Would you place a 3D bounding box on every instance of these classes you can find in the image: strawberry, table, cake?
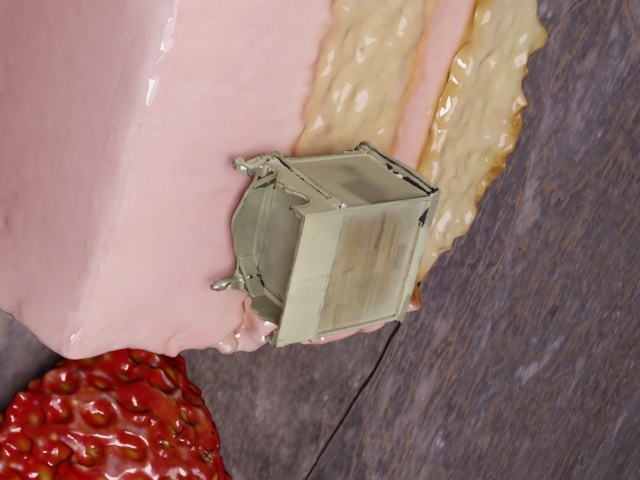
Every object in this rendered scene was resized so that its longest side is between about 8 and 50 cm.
[{"bbox_3d":[-0.142,0.186,0.851,0.234,0.178,0.233,-44,148,-37],"label":"strawberry"},{"bbox_3d":[0.000,0.000,0.519,0.083,0.062,0.079,-10,123,-38],"label":"table"},{"bbox_3d":[-0.081,-0.103,0.645,0.307,0.314,0.293,-1,114,-52],"label":"cake"}]
